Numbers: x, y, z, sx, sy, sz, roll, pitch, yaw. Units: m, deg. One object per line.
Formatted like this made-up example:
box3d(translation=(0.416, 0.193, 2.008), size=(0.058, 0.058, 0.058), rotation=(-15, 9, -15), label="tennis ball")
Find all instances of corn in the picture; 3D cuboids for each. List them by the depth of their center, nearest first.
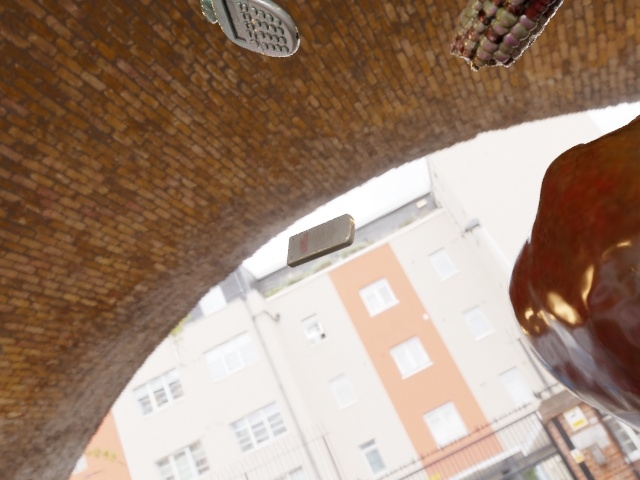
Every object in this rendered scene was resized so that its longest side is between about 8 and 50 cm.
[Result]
box3d(translation=(0.207, -0.266, 0.558), size=(0.092, 0.092, 0.280), rotation=(-1, -47, -40), label="corn")

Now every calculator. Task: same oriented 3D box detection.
box3d(translation=(-0.176, -0.538, 1.643), size=(0.042, 0.295, 0.184), rotation=(-55, -26, -22), label="calculator")

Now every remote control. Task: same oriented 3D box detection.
box3d(translation=(0.000, 0.000, 1.567), size=(0.190, 0.087, 0.029), rotation=(-23, -42, 31), label="remote control")

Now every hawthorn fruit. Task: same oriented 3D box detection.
box3d(translation=(0.324, 0.033, 0.557), size=(0.308, 0.308, 0.325), rotation=(-23, 17, -7), label="hawthorn fruit")
